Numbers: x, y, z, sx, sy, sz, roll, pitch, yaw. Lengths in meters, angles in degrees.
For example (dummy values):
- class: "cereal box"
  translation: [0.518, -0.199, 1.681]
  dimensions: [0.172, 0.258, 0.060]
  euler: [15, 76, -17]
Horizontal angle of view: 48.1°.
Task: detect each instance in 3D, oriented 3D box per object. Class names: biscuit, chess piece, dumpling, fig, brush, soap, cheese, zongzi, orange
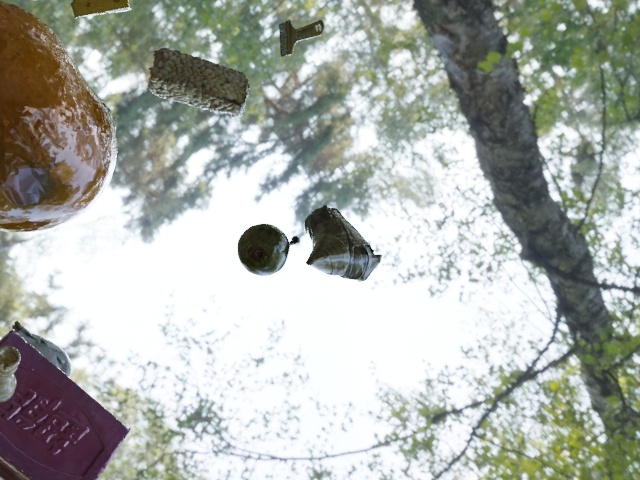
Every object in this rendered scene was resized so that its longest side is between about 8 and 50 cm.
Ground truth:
- class: "biscuit"
  translation: [-0.198, -0.254, 1.174]
  dimensions: [0.070, 0.168, 0.082]
  euler: [132, -32, -63]
- class: "chess piece"
  translation: [-0.615, 0.257, 1.390]
  dimensions: [0.122, 0.066, 0.066]
  euler: [-53, -160, 39]
- class: "dumpling"
  translation: [-0.709, 0.310, 1.803]
  dimensions: [0.142, 0.247, 0.172]
  euler: [-22, -170, -27]
- class: "fig"
  translation: [-0.145, 0.016, 2.048]
  dimensions: [0.151, 0.151, 0.259]
  euler: [-38, 179, 14]
- class: "brush"
  translation: [-0.047, -0.479, 1.669]
  dimensions: [0.010, 0.083, 0.218]
  euler: [-9, -169, -28]
- class: "soap"
  translation: [-0.630, 0.400, 1.568]
  dimensions: [0.128, 0.359, 0.233]
  euler: [-31, -160, 41]
- class: "cheese"
  translation: [-0.668, -0.731, 2.169]
  dimensions: [0.171, 0.093, 0.126]
  euler: [-15, -163, -10]
- class: "zongzi"
  translation: [0.000, 0.000, 2.111]
  dimensions: [0.286, 0.288, 0.134]
  euler: [47, -61, 35]
- class: "orange"
  translation: [-0.404, -0.137, 0.941]
  dimensions: [0.274, 0.274, 0.310]
  euler: [-54, 177, -13]
